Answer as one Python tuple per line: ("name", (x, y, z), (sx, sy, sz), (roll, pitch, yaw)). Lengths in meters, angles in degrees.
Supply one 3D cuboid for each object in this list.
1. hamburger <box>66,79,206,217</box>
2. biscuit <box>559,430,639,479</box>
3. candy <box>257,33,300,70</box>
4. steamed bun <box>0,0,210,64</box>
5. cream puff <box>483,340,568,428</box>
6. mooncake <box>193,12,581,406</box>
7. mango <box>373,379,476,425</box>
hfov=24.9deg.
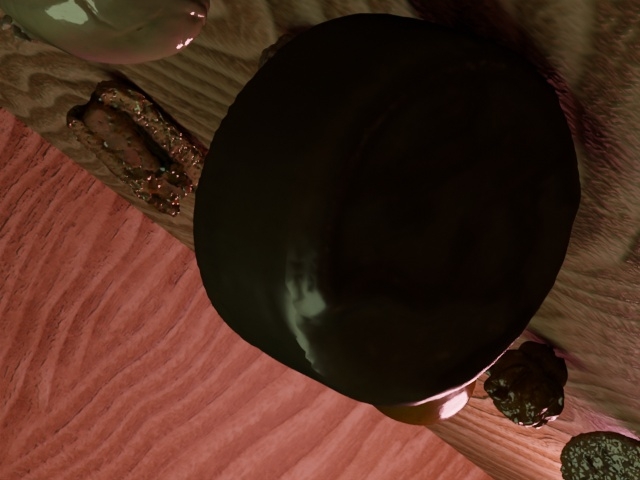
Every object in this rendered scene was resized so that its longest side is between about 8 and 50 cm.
("hamburger", (-0.277, -0.153, 2.246), (0.262, 0.124, 0.131), (47, -175, -34))
("biscuit", (0.460, 0.374, 2.193), (0.220, 0.033, 0.220), (26, 136, 28))
("candy", (-0.012, -0.148, 1.361), (0.095, 0.085, 0.110), (48, 178, -21))
("steamed bun", (-0.233, -0.247, 1.397), (0.239, 0.152, 0.170), (32, 172, 38))
("cream puff", (0.279, 0.188, 1.925), (0.116, 0.094, 0.122), (56, -152, 15))
("mooncake", (0.057, -0.020, 1.074), (0.155, 0.284, 0.284), (28, 169, 49))
("mango", (0.137, 0.177, 2.233), (0.211, 0.173, 0.317), (32, 164, 19))
